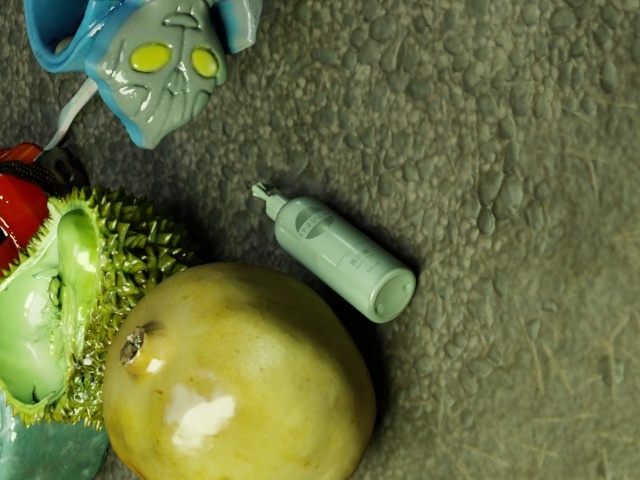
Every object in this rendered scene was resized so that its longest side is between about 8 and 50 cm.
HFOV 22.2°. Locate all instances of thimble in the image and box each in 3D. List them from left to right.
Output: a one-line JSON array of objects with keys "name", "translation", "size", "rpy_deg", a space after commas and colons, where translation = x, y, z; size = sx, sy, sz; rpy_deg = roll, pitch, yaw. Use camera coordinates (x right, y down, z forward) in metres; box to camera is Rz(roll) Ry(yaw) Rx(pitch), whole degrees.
[{"name": "thimble", "translation": [-0.327, 0.185, 1.692], "size": [0.235, 0.143, 0.198], "rpy_deg": [-39, 64, 39]}]

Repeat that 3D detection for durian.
[{"name": "durian", "translation": [-0.205, 0.067, 1.537], "size": [0.237, 0.177, 0.200], "rpy_deg": [-63, 34, 11]}]

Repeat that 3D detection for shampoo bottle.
[{"name": "shampoo bottle", "translation": [0.000, 0.000, 1.413], "size": [0.195, 0.056, 0.056], "rpy_deg": [37, 117, 37]}]

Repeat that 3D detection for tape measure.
[{"name": "tape measure", "translation": [-0.396, 0.012, 1.688], "size": [0.253, 0.260, 0.114], "rpy_deg": [-14, 115, 46]}]

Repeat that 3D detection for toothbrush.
[{"name": "toothbrush", "translation": [-0.251, -0.137, 1.683], "size": [0.269, 0.027, 0.021], "rpy_deg": [-40, 52, 37]}]

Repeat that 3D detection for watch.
[{"name": "watch", "translation": [-0.162, -0.229, 1.469], "size": [0.274, 0.241, 0.305], "rpy_deg": [1, 85, 61]}]

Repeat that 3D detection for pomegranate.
[{"name": "pomegranate", "translation": [-0.071, 0.132, 1.383], "size": [0.233, 0.233, 0.233], "rpy_deg": [3, 94, 45]}]
